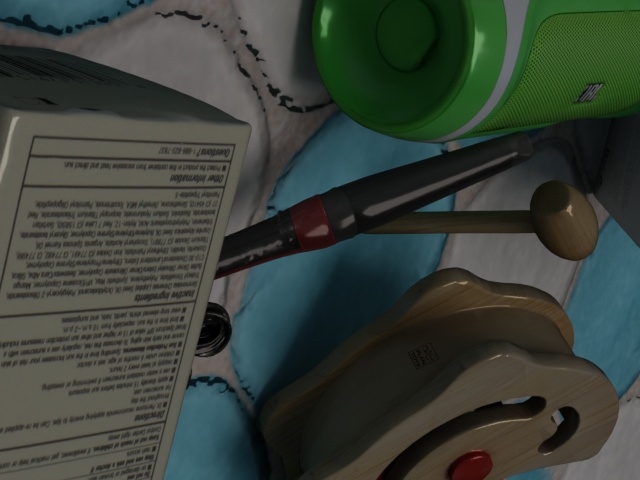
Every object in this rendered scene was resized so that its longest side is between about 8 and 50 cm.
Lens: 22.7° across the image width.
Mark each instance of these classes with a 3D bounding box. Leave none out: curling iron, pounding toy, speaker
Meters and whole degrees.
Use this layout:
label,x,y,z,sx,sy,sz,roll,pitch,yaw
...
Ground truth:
label,x,y,z,sx,sy,sz,roll,pitch,yaw
curling iron,0.000,0.000,0.875,0.274,0.035,0.068,-29,129,-19
pounding toy,0.080,0.076,1.008,0.269,0.155,0.154,-39,137,12
speaker,0.125,-0.129,0.966,0.296,0.131,0.131,-12,119,-52

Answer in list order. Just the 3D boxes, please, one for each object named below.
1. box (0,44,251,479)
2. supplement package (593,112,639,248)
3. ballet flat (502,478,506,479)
label,x,y,z,sx,sy,sz,roll,pitch,yaw
box,-0.144,0.039,0.679,0.149,0.127,0.232,-2,111,-55
supplement package,0.338,-0.072,1.126,0.262,0.198,0.199,-104,-156,-71
ballet flat,0.110,0.255,1.217,0.091,0.077,0.241,-3,111,-54
